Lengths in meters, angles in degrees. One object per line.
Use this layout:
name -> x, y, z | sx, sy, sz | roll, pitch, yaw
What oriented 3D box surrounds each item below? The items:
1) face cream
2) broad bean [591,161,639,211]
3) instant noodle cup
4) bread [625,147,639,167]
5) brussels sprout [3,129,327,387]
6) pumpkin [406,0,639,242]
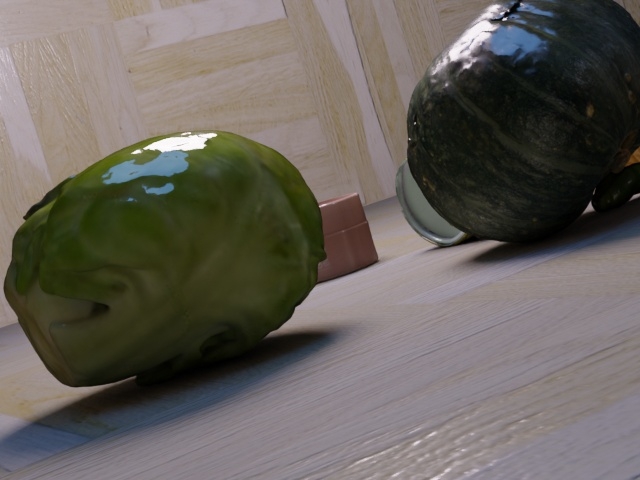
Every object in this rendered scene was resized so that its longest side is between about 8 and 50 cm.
face cream -> 0.000, 0.000, 1.709 | 0.149, 0.104, 0.149 | -17, 4, 1
broad bean -> 0.397, -0.074, 1.478 | 0.195, 0.046, 0.061 | -18, 1, -31
instant noodle cup -> 0.200, -0.084, 1.624 | 0.144, 0.182, 0.182 | -30, 11, -35
bread -> 0.539, -0.197, 1.660 | 0.236, 0.183, 0.389 | -48, 23, -26
brussels sprout -> -0.148, 0.017, 1.189 | 0.328, 0.247, 0.328 | -30, -6, -3
pumpkin -> 0.256, -0.156, 1.402 | 0.328, 0.257, 0.291 | -34, -21, -48
